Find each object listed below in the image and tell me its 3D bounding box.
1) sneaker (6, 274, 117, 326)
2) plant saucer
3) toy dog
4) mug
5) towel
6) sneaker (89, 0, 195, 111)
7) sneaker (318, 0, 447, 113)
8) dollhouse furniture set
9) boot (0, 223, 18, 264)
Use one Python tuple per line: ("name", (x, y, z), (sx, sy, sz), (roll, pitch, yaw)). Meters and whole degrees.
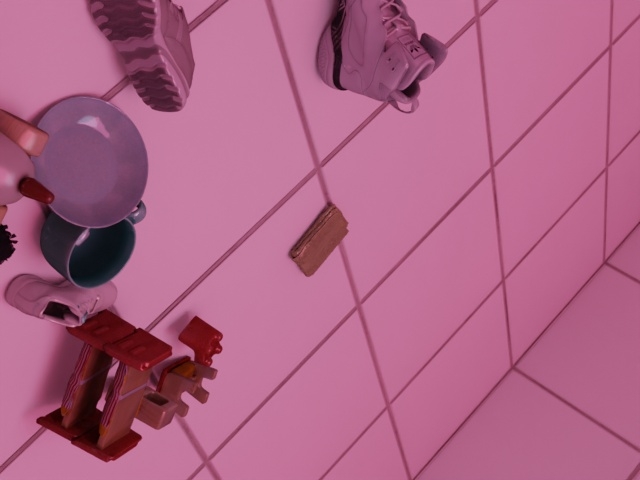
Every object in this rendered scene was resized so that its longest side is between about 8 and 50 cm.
("sneaker", (-0.393, 0.105, 1.752), (0.212, 0.094, 0.080), (1, 116, -55))
("plant saucer", (-0.345, -0.113, 1.618), (0.195, 0.037, 0.195), (6, 81, -41))
("toy dog", (-0.464, -0.105, 1.389), (0.333, 0.161, 0.220), (-7, 116, -53))
("mug", (-0.356, -0.007, 1.700), (0.158, 0.097, 0.129), (-16, 130, -48))
("towel", (0.000, 0.000, 2.267), (0.148, 0.027, 0.110), (-52, 150, -10))
("sneaker", (-0.252, -0.322, 1.589), (0.281, 0.105, 0.115), (78, 23, -47))
("sneaker", (0.119, -0.398, 1.892), (0.137, 0.210, 0.366), (-26, 137, -41))
("dollhouse furniture set", (-0.316, 0.224, 1.959), (0.201, 0.152, 0.374), (-68, 164, 17))
("boot", (-0.496, 0.005, 1.573), (0.121, 0.045, 0.099), (-36, 149, -28))
